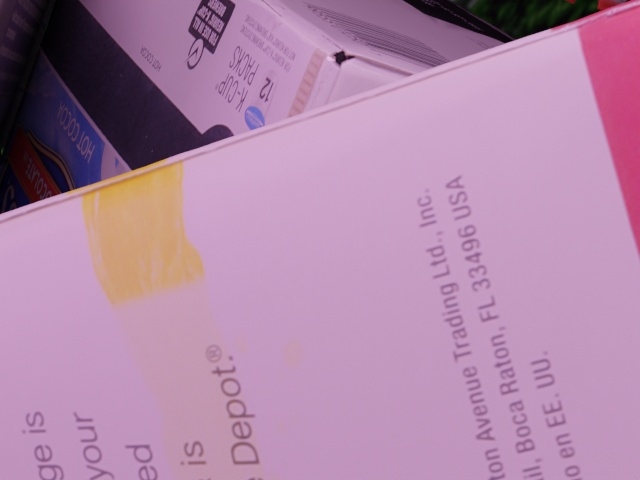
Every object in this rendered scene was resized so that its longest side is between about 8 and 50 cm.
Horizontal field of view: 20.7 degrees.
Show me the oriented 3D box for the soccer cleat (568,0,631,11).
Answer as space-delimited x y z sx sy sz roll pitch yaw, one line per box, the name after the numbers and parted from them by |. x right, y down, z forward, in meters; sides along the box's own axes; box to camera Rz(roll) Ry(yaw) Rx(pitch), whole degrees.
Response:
0.116 -0.161 0.877 0.196 0.068 0.076 30 100 65 | soccer cleat

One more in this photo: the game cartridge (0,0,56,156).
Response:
-0.168 -0.084 0.806 0.355 0.068 0.230 -151 77 -82 | game cartridge

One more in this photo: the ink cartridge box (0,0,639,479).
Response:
0.026 0.105 0.524 0.385 0.160 0.279 -16 85 20 | ink cartridge box

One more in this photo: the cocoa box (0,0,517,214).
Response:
0.000 0.000 0.827 0.228 0.231 0.347 -67 28 13 | cocoa box
